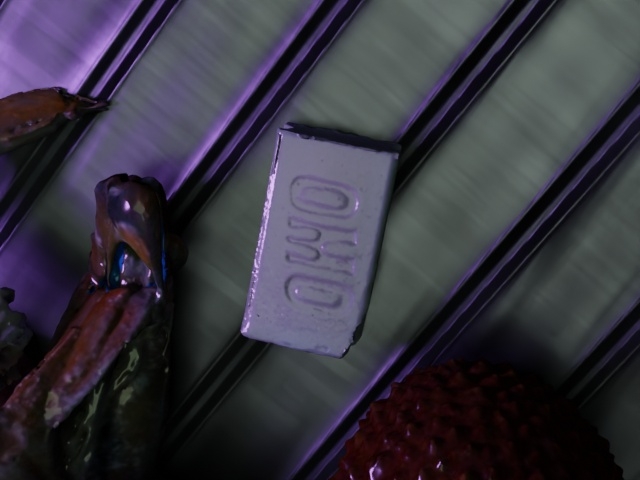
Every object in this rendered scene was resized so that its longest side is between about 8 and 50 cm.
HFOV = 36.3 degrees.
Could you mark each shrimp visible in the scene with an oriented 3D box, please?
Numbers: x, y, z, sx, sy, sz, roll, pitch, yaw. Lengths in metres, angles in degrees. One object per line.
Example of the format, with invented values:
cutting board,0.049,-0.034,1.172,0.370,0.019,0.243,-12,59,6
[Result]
shrimp,-0.225,0.153,0.899,0.110,0.221,0.446,19,97,36
shrimp,-0.323,-0.021,0.893,0.185,0.068,0.287,16,70,-2

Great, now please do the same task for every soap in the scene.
soap,0.000,0.000,0.896,0.114,0.063,0.198,11,104,4

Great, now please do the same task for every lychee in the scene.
lychee,0.132,0.249,0.831,0.275,0.276,0.304,3,64,7

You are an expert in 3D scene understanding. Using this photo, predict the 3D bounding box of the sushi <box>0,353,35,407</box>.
sushi,-0.401,0.207,0.941,0.236,0.171,0.270,17,108,4
